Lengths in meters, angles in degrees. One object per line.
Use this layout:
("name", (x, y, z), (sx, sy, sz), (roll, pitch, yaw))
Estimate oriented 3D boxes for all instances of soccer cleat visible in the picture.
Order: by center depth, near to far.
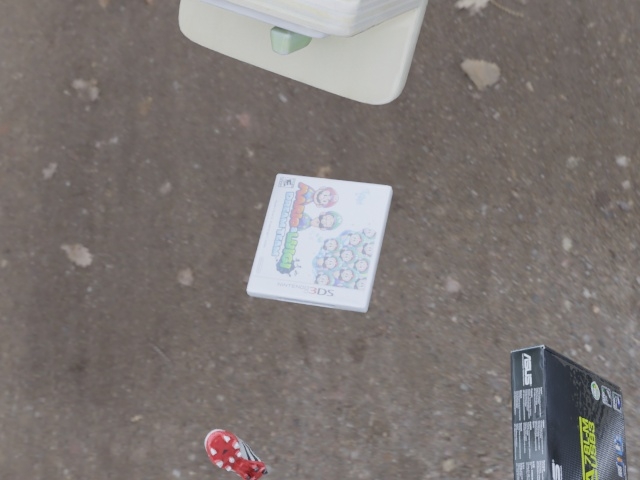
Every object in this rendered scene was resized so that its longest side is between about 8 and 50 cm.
("soccer cleat", (-0.075, 0.177, 0.848), (0.029, 0.083, 0.035), (-46, 45, -4))

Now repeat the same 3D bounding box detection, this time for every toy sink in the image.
("toy sink", (-0.020, -0.185, 0.520), (0.152, 0.131, 0.234), (22, 118, 15))

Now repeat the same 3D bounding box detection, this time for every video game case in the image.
("video game case", (0.000, 0.000, 1.179), (0.143, 0.019, 0.157), (7, 67, 15))

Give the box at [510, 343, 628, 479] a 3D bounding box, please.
("box", (0.257, 0.221, 1.028), (0.045, 0.184, 0.191), (-14, 60, 35))
